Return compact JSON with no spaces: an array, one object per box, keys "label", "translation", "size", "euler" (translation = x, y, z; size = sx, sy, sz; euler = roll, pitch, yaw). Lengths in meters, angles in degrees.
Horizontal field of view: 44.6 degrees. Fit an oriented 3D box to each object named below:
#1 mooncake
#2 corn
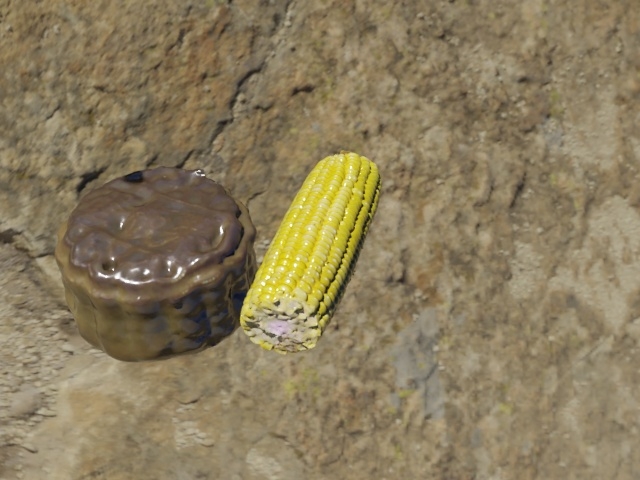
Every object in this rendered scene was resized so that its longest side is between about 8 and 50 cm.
[{"label":"mooncake","translation":[-0.260,0.029,1.259],"size":[0.324,0.324,0.187],"euler":[-36,143,-31]},{"label":"corn","translation":[0.000,0.000,0.718],"size":[0.081,0.081,0.248],"euler":[45,38,-18]}]
